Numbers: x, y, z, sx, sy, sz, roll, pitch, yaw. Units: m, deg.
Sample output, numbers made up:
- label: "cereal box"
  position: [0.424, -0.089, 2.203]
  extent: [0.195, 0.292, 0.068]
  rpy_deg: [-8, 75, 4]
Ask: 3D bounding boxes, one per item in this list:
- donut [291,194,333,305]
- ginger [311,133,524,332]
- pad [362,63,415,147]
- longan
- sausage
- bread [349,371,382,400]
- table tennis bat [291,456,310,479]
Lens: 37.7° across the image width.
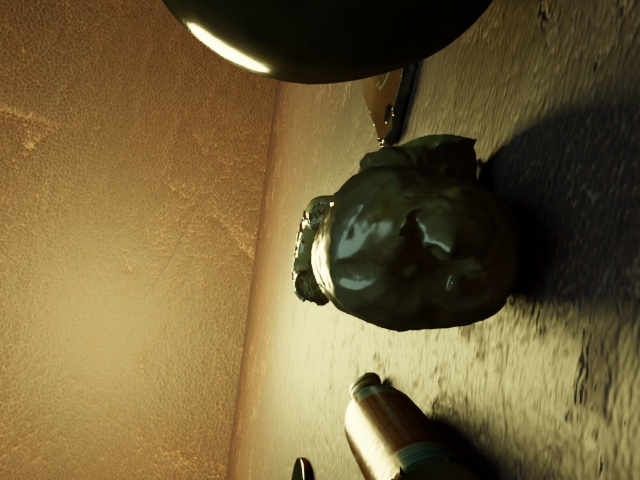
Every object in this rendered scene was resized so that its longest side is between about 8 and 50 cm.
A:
- label: "donut"
  position: [-0.001, 0.001, 1.348]
  extent: [0.108, 0.065, 0.166]
  rpy_deg: [-98, 18, -63]
- label: "ginger"
  position: [0.066, -0.001, 0.695]
  extent: [0.267, 0.137, 0.152]
  rpy_deg: [-93, 18, -72]
- label: "pad"
  position: [0.096, -0.283, 1.157]
  extent: [0.286, 0.018, 0.284]
  rpy_deg: [-97, 17, -65]
- label: "longan"
  position: [0.011, -0.293, 0.762]
  extent: [0.361, 0.360, 0.361]
  rpy_deg: [-172, 90, -81]
- label: "sausage"
  position: [0.065, 0.168, 0.751]
  extent: [0.264, 0.083, 0.083]
  rpy_deg: [-143, 61, -82]
- label: "bread"
  position: [0.048, 0.174, 0.978]
  extent: [0.088, 0.033, 0.049]
  rpy_deg: [-93, 20, -55]
- label: "table tennis bat"
  position: [-0.029, 0.395, 1.323]
  extent: [0.274, 0.021, 0.154]
  rpy_deg: [171, 107, -83]
